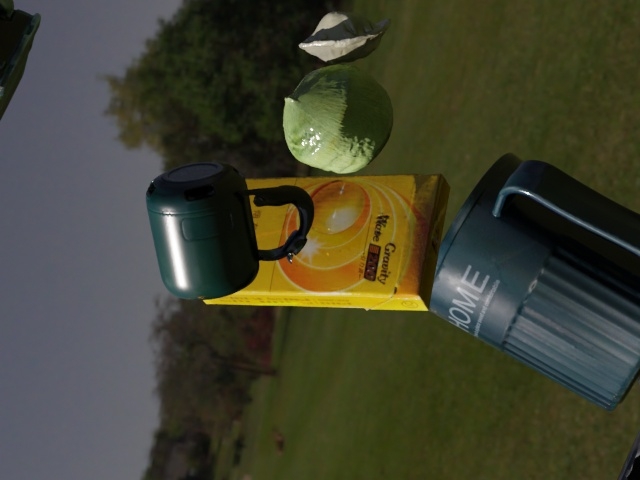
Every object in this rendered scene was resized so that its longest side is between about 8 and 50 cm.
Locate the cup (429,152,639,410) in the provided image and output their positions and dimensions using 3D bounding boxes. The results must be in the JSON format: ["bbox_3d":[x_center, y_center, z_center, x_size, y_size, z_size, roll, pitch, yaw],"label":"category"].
[{"bbox_3d":[0.325,0.035,1.493,0.242,0.292,0.308,-37,-26,-52],"label":"cup"}]

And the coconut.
[{"bbox_3d":[0.011,-0.099,0.924,0.088,0.096,0.088,-31,48,41],"label":"coconut"}]

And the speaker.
[{"bbox_3d":[-0.052,-0.006,0.673,0.060,0.094,0.075,-70,-27,-66],"label":"speaker"}]

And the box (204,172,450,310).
[{"bbox_3d":[0.000,0.000,1.261,0.043,0.269,0.152,49,-134,-53],"label":"box"}]

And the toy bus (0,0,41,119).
[{"bbox_3d":[-0.466,-0.232,1.303,0.147,0.256,0.128,126,163,-53],"label":"toy bus"}]

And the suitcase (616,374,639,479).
[{"bbox_3d":[0.429,0.297,1.094,0.188,0.339,0.345,-19,-48,-48],"label":"suitcase"}]

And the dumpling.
[{"bbox_3d":[0.025,-0.164,0.923,0.059,0.077,0.043,3,88,60],"label":"dumpling"}]
